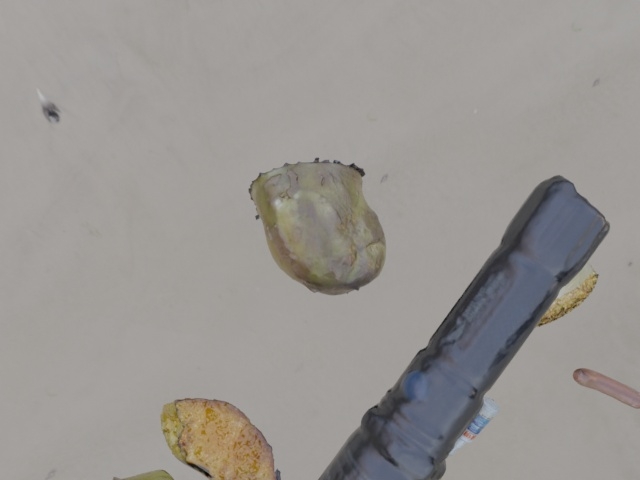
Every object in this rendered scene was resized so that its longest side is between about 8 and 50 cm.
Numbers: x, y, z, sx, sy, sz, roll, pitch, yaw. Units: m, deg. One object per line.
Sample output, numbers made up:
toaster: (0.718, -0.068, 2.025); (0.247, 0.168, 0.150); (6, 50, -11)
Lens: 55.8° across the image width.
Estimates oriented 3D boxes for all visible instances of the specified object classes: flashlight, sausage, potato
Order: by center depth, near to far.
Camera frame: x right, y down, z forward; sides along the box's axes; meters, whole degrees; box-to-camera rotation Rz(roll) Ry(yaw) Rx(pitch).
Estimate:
flashlight: (0.143, 0.126, 0.617); (0.103, 0.103, 0.423); (36, 96, 14)
sausage: (0.615, 0.315, 1.296); (0.186, 0.043, 0.043); (24, 72, -14)
potato: (0.000, 0.000, 1.306); (0.289, 0.300, 0.237); (-5, 59, -6)

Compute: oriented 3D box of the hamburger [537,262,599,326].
hamburger: (0.569, 0.122, 1.586); (0.294, 0.276, 0.179); (-24, 93, 3)

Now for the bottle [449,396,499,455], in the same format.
bottle: (0.435, 0.550, 1.768); (0.060, 0.060, 0.217); (40, 114, 15)

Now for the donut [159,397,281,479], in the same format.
donut: (-0.320, 0.625, 1.509); (0.378, 0.163, 0.435); (41, 67, -12)

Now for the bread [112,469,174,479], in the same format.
bread: (-0.318, 0.565, 1.123); (0.148, 0.270, 0.269); (-11, 69, -21)
